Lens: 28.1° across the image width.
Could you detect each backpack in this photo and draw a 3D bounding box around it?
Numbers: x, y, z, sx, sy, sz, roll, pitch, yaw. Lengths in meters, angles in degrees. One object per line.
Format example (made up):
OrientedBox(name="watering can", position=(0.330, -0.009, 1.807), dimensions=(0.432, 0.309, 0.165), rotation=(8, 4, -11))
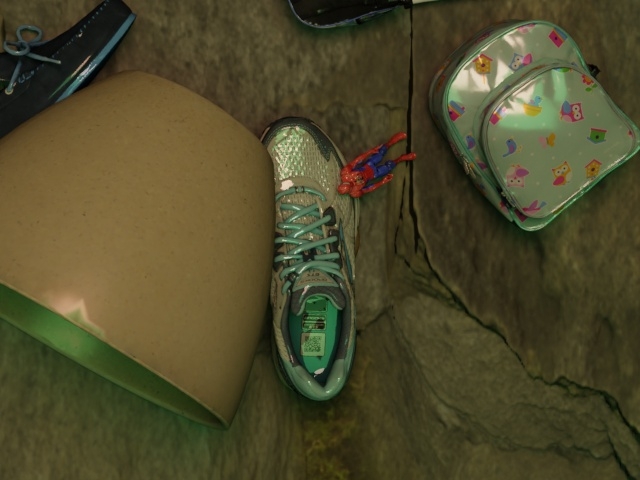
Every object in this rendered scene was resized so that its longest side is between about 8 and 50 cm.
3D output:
OrientedBox(name="backpack", position=(0.021, -0.258, 1.236), dimensions=(0.114, 0.084, 0.105), rotation=(-18, 98, 8))
OrientedBox(name="backpack", position=(0.203, -0.121, 1.249), dimensions=(0.166, 0.144, 0.188), rotation=(-38, 97, 5))

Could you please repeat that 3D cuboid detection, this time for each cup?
OrientedBox(name="cup", position=(-0.170, -0.011, 1.154), dimensions=(0.331, 0.331, 0.237), rotation=(32, 76, -9))

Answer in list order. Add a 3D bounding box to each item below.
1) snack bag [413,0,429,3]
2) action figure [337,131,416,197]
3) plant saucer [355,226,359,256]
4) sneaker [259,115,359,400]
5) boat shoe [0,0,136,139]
OrientedBox(name="snack bag", position=(0.211, -0.422, 1.262), dimensions=(0.323, 0.037, 0.343), rotation=(-8, 98, -5))
OrientedBox(name="action figure", position=(0.053, -0.072, 1.260), dimensions=(0.115, 0.030, 0.038), rotation=(-36, 108, -41))
OrientedBox(name="plant saucer", position=(0.000, 0.000, 1.304), dimensions=(0.083, 0.015, 0.083), rotation=(-1, 97, -6))
OrientedBox(name="sneaker", position=(-0.004, 0.020, 1.235), dimensions=(0.110, 0.122, 0.283), rotation=(-8, 97, -4))
OrientedBox(name="boat shoe", position=(-0.286, -0.144, 1.210), dimensions=(0.089, 0.109, 0.258), rotation=(45, 89, -8))
